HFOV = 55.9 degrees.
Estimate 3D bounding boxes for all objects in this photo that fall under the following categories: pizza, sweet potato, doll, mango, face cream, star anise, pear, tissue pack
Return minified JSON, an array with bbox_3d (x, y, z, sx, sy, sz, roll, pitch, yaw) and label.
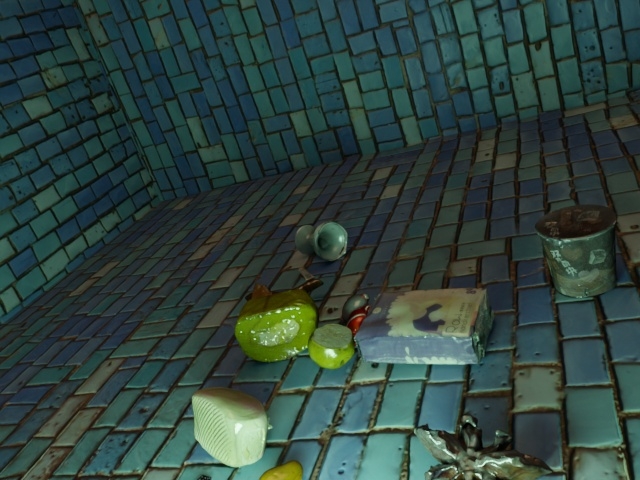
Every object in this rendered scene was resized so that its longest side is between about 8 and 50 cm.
[{"bbox_3d":[-0.184,0.247,2.100,0.127,0.058,0.246,-52,45,8],"label":"pizza"},{"bbox_3d":[-0.152,0.206,2.199,0.346,0.079,0.108,-13,41,26],"label":"sweet potato"},{"bbox_3d":[0.113,0.237,1.901,0.142,0.076,0.245,-47,14,15],"label":"doll"},{"bbox_3d":[-0.090,0.544,1.369,0.114,0.060,0.080,-27,25,-29],"label":"mango"},{"bbox_3d":[-0.059,0.133,2.394,0.038,0.020,0.115,-24,23,-14],"label":"face cream"},{"bbox_3d":[0.305,0.437,1.231,0.199,0.110,0.257,-26,28,-16],"label":"star anise"},{"bbox_3d":[0.032,0.318,1.764,0.141,0.104,0.141,3,32,-2],"label":"pear"},{"bbox_3d":[0.296,0.239,1.691,0.344,0.125,0.242,-7,25,29],"label":"tissue pack"}]

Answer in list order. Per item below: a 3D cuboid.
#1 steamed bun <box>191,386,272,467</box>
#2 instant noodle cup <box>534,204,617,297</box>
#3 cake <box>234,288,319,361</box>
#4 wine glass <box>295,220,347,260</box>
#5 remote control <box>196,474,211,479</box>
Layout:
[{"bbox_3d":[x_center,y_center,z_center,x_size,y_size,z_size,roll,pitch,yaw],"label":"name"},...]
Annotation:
[{"bbox_3d":[-0.221,0.466,1.548,0.153,0.169,0.239,-6,12,-38],"label":"steamed bun"},{"bbox_3d":[0.734,0.033,1.707,0.218,0.207,0.217,-16,23,7],"label":"instant noodle cup"},{"bbox_3d":[-0.129,0.270,1.910,0.261,0.179,0.156,-13,23,9],"label":"cake"},{"bbox_3d":[0.000,0.000,2.498,0.165,0.164,0.197,-31,17,-27],"label":"wine glass"},{"bbox_3d":[-0.304,0.608,1.462,0.039,0.014,0.096,-2,26,37],"label":"remote control"}]
